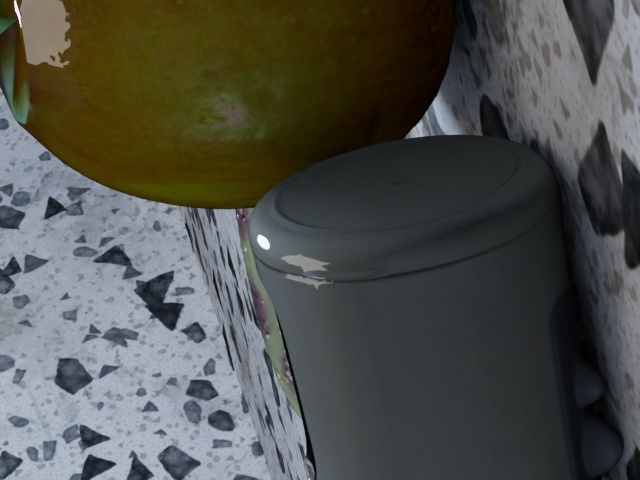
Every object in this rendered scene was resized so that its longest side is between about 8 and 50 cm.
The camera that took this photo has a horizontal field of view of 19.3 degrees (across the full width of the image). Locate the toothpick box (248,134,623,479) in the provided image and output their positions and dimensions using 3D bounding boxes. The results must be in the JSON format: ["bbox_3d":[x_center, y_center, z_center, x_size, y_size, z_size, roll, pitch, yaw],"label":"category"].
[{"bbox_3d":[0.091,0.103,1.297,0.229,0.229,0.316,-127,23,-68],"label":"toothpick box"}]

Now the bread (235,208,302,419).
[{"bbox_3d":[0.000,0.000,1.815,0.187,0.155,0.338,-117,14,-72],"label":"bread"}]

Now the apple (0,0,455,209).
[{"bbox_3d":[-0.087,-0.203,1.422,0.384,0.374,0.374,-114,13,-45],"label":"apple"}]
